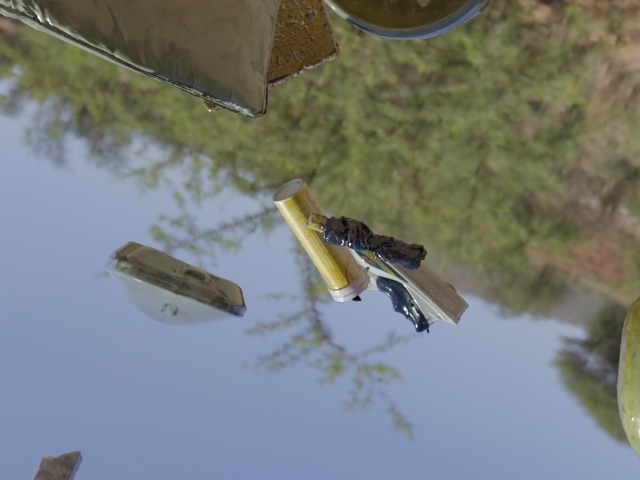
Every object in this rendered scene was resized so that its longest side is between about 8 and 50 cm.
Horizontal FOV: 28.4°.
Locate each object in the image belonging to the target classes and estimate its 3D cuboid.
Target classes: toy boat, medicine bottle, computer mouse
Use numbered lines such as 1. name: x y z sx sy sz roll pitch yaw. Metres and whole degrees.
1. toy boat: 0.135 0.073 2.263 0.269 0.141 0.141 27 -175 4
2. medicine bottle: 0.000 0.000 2.126 0.218 0.074 0.074 56 171 -24
3. computer mouse: -0.201 0.070 1.721 0.197 0.095 0.331 20 176 -8

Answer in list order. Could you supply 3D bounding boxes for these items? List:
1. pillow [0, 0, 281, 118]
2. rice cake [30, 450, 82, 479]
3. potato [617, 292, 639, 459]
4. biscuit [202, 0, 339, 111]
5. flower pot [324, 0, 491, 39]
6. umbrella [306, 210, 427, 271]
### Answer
1. pillow: -0.173 -0.229 1.111 0.302 0.185 0.075 21 142 -20
2. rice cake: -0.436 0.464 1.807 0.056 0.365 0.073 22 172 -1
3. potato: 0.392 0.093 1.288 0.176 0.298 0.141 33 174 -20
4. biscuit: -0.090 -0.298 1.970 0.026 0.237 0.131 24 -134 -65
5. flower pot: 0.124 -0.432 1.690 0.307 0.307 0.244 25 -156 5
6. umbrella: 0.054 0.000 1.478 0.144 0.037 0.040 19 168 -9
